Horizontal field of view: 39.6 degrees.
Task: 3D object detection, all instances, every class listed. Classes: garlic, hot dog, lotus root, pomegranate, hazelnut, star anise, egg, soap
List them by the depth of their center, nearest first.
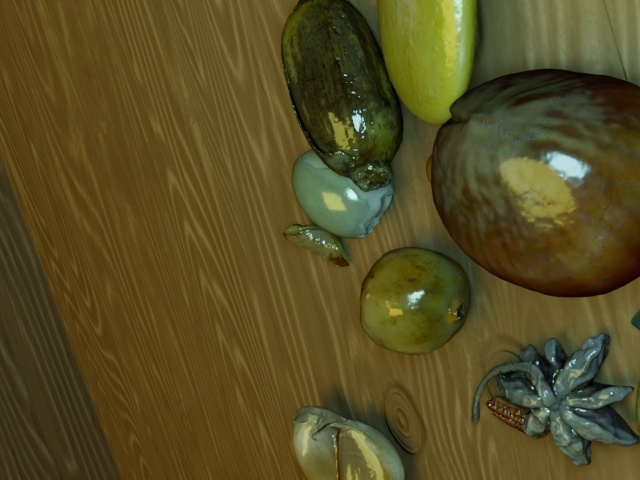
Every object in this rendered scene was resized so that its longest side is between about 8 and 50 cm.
[{"bbox_3d":[0.360,-0.106,1.389,0.409,0.359,0.359,21,128,44],"label":"hazelnut"},{"bbox_3d":[0.174,-0.408,1.508,0.306,0.115,0.427,-138,40,-58],"label":"soap"},{"bbox_3d":[0.042,-0.285,1.704,0.196,0.179,0.397,-28,77,40],"label":"lotus root"},{"bbox_3d":[0.450,0.316,1.709,0.316,0.139,0.359,40,131,30],"label":"star anise"},{"bbox_3d":[0.188,0.117,1.804,0.233,0.233,0.233,25,130,34],"label":"pomegranate"},{"bbox_3d":[0.036,-0.109,1.837,0.217,0.183,0.183,32,135,12],"label":"egg"},{"bbox_3d":[0.411,0.370,1.864,0.144,0.038,0.062,23,129,36],"label":"hot dog"},{"bbox_3d":[0.000,0.000,2.041,0.169,0.061,0.078,28,146,-4],"label":"hot dog"},{"bbox_3d":[0.058,0.561,2.221,0.286,0.249,0.313,168,95,-65],"label":"garlic"}]

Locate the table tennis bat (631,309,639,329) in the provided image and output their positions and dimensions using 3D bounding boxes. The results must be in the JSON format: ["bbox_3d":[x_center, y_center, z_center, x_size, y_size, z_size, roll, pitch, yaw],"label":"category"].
[{"bbox_3d":[0.601,0.055,1.491,0.154,0.021,0.274,40,135,22],"label":"table tennis bat"}]

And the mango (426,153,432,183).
[{"bbox_3d":[0.274,-0.127,1.659,0.165,0.089,0.115,9,121,40],"label":"mango"}]

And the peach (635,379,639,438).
[{"bbox_3d":[0.643,0.268,1.364,0.314,0.316,0.281,21,112,46],"label":"peach"}]
